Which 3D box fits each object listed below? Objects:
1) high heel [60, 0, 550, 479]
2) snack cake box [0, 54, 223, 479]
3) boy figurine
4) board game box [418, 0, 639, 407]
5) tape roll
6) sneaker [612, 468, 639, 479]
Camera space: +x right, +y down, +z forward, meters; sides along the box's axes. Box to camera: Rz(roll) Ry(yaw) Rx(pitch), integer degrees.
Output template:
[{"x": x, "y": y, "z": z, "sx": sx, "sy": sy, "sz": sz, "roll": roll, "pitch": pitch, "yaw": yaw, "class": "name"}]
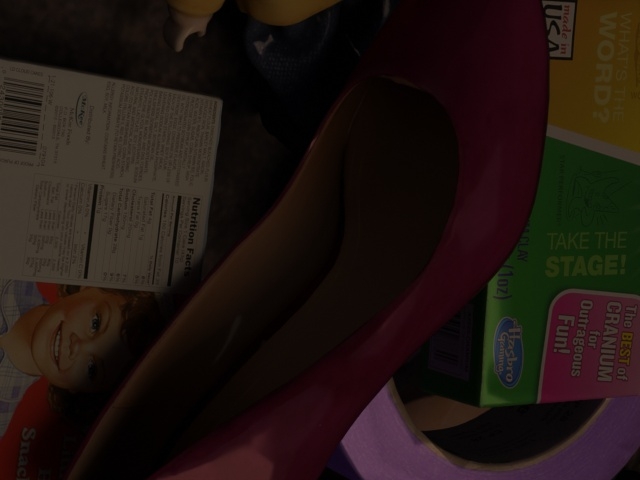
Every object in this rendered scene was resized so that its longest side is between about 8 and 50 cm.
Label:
[{"x": 0.000, "y": 0.000, "z": 0.947, "sx": 0.181, "sy": 0.127, "sz": 0.377, "roll": 27, "pitch": 80, "yaw": -53, "class": "high heel"}, {"x": -0.147, "y": 0.044, "z": 0.967, "sx": 0.152, "sy": 0.089, "sz": 0.264, "roll": 7, "pitch": 90, "yaw": -46, "class": "snack cake box"}, {"x": -0.022, "y": -0.171, "z": 1.010, "sx": 0.177, "sy": 0.092, "sz": 0.285, "roll": -40, "pitch": 134, "yaw": -19, "class": "boy figurine"}, {"x": 0.212, "y": -0.030, "z": 1.147, "sx": 0.317, "sy": 0.064, "sz": 0.242, "roll": -2, "pitch": 98, "yaw": -31, "class": "board game box"}, {"x": 0.098, "y": 0.042, "z": 1.187, "sx": 0.275, "sy": 0.090, "sz": 0.274, "roll": -5, "pitch": 100, "yaw": -28, "class": "tape roll"}, {"x": 0.244, "y": 0.242, "z": 1.537, "sx": 0.098, "sy": 0.038, "sz": 0.069, "roll": -55, "pitch": 147, "yaw": -28, "class": "sneaker"}]
